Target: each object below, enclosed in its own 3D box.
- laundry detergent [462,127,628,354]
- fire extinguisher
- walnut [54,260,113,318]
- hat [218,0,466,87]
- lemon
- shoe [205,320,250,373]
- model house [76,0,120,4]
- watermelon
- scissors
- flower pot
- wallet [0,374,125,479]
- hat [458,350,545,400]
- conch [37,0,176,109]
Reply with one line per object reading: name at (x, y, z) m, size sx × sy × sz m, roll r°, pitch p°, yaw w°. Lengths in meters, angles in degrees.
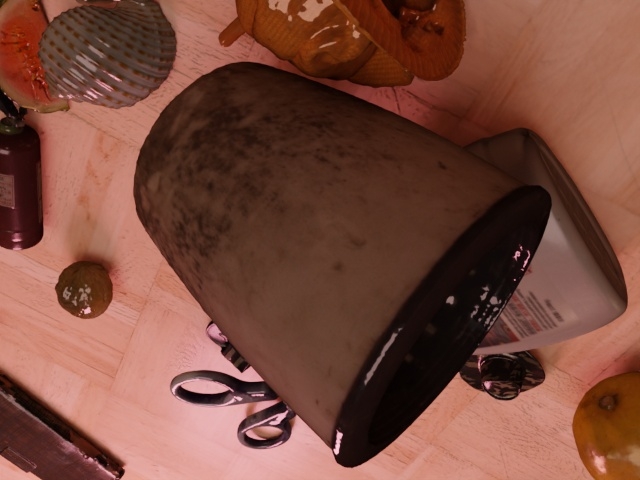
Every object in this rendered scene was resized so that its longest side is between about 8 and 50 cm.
laundry detergent at (0.131, 0.048, 0.855) m, size 0.397 × 0.125 × 0.264 m, roll -26°, pitch 115°, yaw 32°
fire extinguisher at (-0.422, -0.102, 0.939) m, size 0.099 × 0.071 × 0.231 m, roll 34°, pitch 131°, yaw 26°
walnut at (-0.349, 0.074, 1.032) m, size 0.092 × 0.092 × 0.092 m, roll 8°, pitch 126°, yaw 11°
hat at (-0.023, -0.225, 0.666) m, size 0.233 × 0.244 × 0.234 m, roll -12°, pitch 113°, yaw 39°
lemon at (0.426, 0.259, 0.891) m, size 0.207 × 0.170 × 0.170 m, roll 32°, pitch 127°, yaw -13°
shoe at (-0.095, 0.178, 1.051) m, size 0.179 × 0.049 × 0.071 m, roll 32°, pitch 126°, yaw -8°
model house at (-0.180, -0.398, 0.443) m, size 0.399 × 0.395 × 0.446 m, roll 17°, pitch 135°, yaw 9°
watermelon at (-0.372, -0.219, 0.837) m, size 0.086 × 0.069 × 0.163 m, roll 4°, pitch 127°, yaw 14°
scissors at (-0.016, 0.225, 1.050) m, size 0.383 × 0.029 × 0.256 m, roll -21°, pitch 133°, yaw 24°
flower pot at (0.000, 0.000, 0.672) m, size 0.330 × 0.293 × 0.294 m, roll 35°, pitch 132°, yaw 25°
wallet at (-0.537, 0.379, 1.322) m, size 0.169 × 0.044 × 0.317 m, roll -36°, pitch 110°, yaw 29°
hat at (0.248, 0.189, 0.961) m, size 0.121 × 0.050 × 0.121 m, roll 9°, pitch 127°, yaw 13°
conch at (-0.246, -0.205, 0.797) m, size 0.153 × 0.102 × 0.135 m, roll -22°, pitch 130°, yaw 27°
